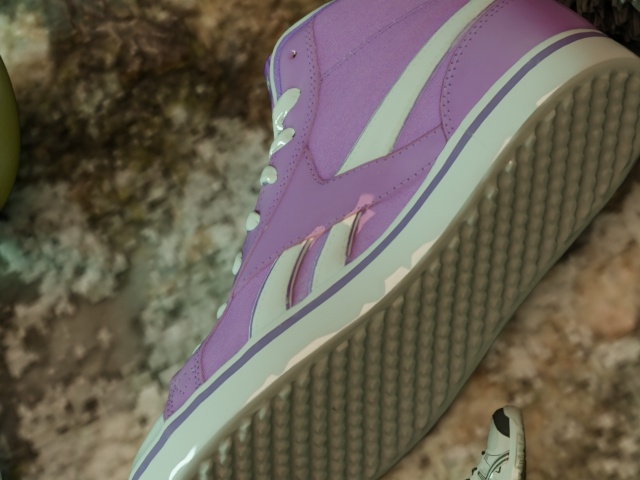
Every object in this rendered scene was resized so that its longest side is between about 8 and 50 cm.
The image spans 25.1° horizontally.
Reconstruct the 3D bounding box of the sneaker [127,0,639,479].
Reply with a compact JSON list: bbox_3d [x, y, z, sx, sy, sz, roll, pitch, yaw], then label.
[{"bbox_3d":[0.001,0.000,0.627,0.282,0.102,0.161,-47,50,0],"label":"sneaker"}]

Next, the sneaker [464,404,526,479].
[{"bbox_3d":[0.066,0.108,0.596,0.037,0.032,0.083,5,73,14],"label":"sneaker"}]

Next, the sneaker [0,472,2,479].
[{"bbox_3d":[-0.285,0.117,0.642,0.292,0.108,0.169,-15,68,-3],"label":"sneaker"}]

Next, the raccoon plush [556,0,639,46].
[{"bbox_3d":[0.166,-0.195,0.529,0.446,0.299,0.216,40,84,21],"label":"raccoon plush"}]

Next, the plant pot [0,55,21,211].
[{"bbox_3d":[-0.194,-0.045,0.672,0.134,0.095,0.134,-4,72,12],"label":"plant pot"}]
